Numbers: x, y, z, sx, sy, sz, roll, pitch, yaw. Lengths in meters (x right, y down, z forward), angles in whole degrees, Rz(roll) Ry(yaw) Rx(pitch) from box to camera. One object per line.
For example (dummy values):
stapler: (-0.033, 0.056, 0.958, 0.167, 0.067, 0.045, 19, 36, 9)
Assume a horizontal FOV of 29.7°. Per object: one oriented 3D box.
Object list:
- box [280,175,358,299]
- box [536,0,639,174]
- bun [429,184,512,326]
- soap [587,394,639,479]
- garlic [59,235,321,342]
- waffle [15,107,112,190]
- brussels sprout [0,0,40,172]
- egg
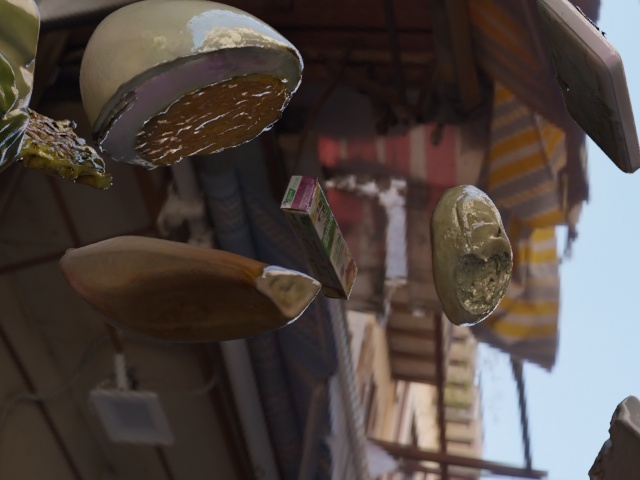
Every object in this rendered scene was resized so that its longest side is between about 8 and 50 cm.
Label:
box: (0.000, 0.000, 1.457, 0.041, 0.050, 0.207, 9, -29, 21)
box: (0.337, -0.191, 1.493, 0.044, 0.142, 0.285, -37, -31, 1)
bun: (0.243, 0.019, 1.899, 0.116, 0.237, 0.210, -7, -30, 17)
soap: (0.402, 0.222, 1.204, 0.159, 0.302, 0.257, 39, -37, 31)
garlic: (-0.135, 0.050, 1.234, 0.318, 0.112, 0.143, -3, -21, 36)
waffle: (-0.392, -0.142, 1.560, 0.254, 0.245, 0.052, 24, -79, -38)
brussels sprout: (-0.402, -0.159, 1.014, 0.328, 0.247, 0.328, 7, -9, 1)
egg: (-0.171, -0.224, 1.531, 0.286, 0.174, 0.264, -15, -20, -17)
